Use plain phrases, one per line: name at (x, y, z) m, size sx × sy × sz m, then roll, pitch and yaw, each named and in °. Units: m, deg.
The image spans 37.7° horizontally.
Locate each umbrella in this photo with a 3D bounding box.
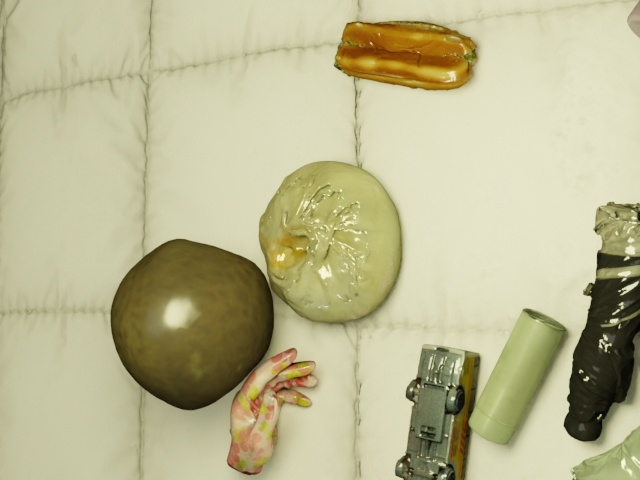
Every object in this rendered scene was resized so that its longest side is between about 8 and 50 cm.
umbrella at (0.423, 0.118, 1.352) m, size 0.113 × 0.106 × 0.358 m, roll 22°, pitch 106°, yaw 42°

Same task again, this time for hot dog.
hot dog at (0.139, -0.313, 1.567) m, size 0.269 × 0.072 × 0.115 m, roll 19°, pitch 98°, yaw 34°

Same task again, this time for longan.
longan at (-0.211, 0.138, 1.610) m, size 0.288 × 0.350 × 0.288 m, roll 0°, pitch 89°, yaw 13°

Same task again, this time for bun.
bun at (0.000, 0.000, 1.594) m, size 0.287 × 0.146 × 0.287 m, roll -5°, pitch 82°, yaw 33°

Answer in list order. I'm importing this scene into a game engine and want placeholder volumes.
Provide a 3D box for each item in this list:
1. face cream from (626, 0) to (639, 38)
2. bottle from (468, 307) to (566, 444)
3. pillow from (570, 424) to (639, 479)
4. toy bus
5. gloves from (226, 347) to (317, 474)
face cream at (0.544, -0.396, 1.308) m, size 0.154 × 0.096 × 0.274 m, roll 39°, pitch 94°, yaw 32°
bottle at (0.298, 0.207, 1.427) m, size 0.072 × 0.072 × 0.201 m, roll 31°, pitch 103°, yaw 31°
pillow at (0.516, 0.332, 1.236) m, size 0.283 × 0.138 × 0.310 m, roll 50°, pitch 115°, yaw 26°
toy bus at (0.187, 0.299, 1.474) m, size 0.092 × 0.106 × 0.268 m, roll 7°, pitch 88°, yaw 34°
gloves at (-0.096, 0.287, 1.636) m, size 0.126 × 0.145 × 0.241 m, roll 23°, pitch 108°, yaw 31°
